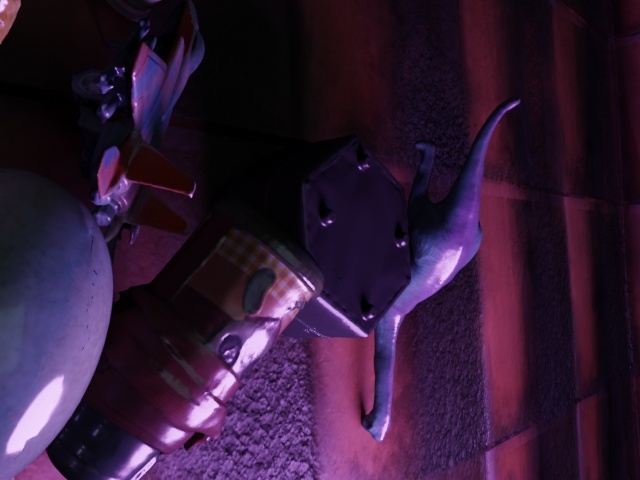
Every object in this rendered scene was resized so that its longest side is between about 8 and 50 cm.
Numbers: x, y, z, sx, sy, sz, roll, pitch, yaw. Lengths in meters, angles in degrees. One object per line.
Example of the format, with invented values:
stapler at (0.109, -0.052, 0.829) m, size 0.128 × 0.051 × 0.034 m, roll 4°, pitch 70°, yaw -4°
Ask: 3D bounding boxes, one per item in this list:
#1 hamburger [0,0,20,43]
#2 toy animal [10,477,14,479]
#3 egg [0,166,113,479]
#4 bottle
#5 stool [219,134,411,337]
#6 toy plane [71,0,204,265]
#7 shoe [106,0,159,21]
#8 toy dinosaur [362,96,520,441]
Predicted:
hamburger at (-0.290, -0.190, 0.330) m, size 0.276 × 0.195 × 0.318 m, roll -35°, pitch 115°, yaw -20°
toy animal at (-0.257, 0.224, 0.476) m, size 0.101 × 0.103 × 0.219 m, roll 33°, pitch 55°, yaw -8°
egg at (-0.235, 0.062, 0.456) m, size 0.169 × 0.169 × 0.237 m, roll 35°, pitch 57°, yaw -44°
bottle at (-0.122, 0.099, 0.602) m, size 0.156 × 0.143 × 0.271 m, roll 42°, pitch 77°, yaw -12°
stool at (0.000, 0.000, 0.784) m, size 0.232 × 0.141 × 0.232 m, roll 6°, pitch 82°, yaw -50°
toy plane at (-0.161, -0.132, 0.618) m, size 0.104 × 0.223 × 0.326 m, roll 5°, pitch 51°, yaw -11°
shoe at (-0.152, -0.305, 0.666) m, size 0.089 × 0.092 × 0.180 m, roll 43°, pitch 55°, yaw -40°
toy dinosaur at (0.143, 0.059, 0.846) m, size 0.129 × 0.383 × 0.331 m, roll 8°, pitch 64°, yaw -24°
